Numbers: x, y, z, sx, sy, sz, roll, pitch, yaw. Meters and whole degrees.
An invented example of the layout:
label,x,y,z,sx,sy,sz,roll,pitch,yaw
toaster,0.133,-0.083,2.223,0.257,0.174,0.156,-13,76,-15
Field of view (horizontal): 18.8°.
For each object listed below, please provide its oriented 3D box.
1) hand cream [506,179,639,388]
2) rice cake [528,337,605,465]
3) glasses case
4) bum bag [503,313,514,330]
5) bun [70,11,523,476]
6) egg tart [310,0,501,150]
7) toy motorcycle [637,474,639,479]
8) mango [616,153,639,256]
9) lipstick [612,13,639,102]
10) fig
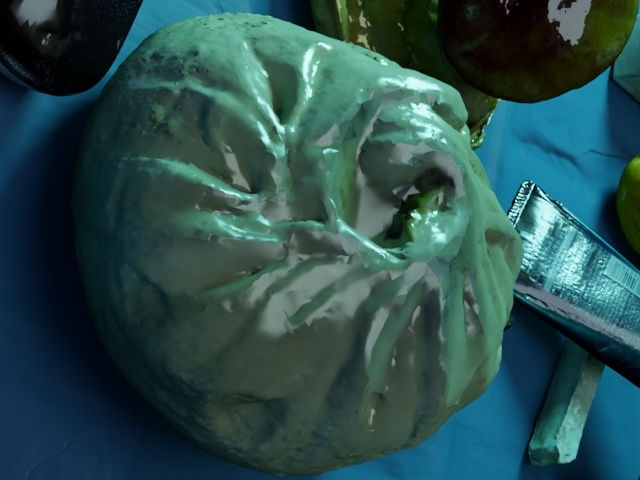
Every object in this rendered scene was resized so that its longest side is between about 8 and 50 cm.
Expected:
label,x,y,z,sx,sy,sz,roll,pitch,yaw
hand cream,0.271,0.063,1.794,0.270,0.061,0.120,38,58,-15
rice cake,0.246,0.123,1.820,0.034,0.043,0.211,41,59,-28
glasses case,-0.160,-0.249,1.362,0.122,0.075,0.314,35,63,-43
bum bag,0.070,0.065,1.603,0.326,0.080,0.142,-37,112,-40
bun,0.000,0.000,1.392,0.360,0.211,0.359,6,79,-33
egg tart,0.096,-0.201,1.631,0.279,0.095,0.278,5,83,-48
toy motorcycle,0.375,0.247,1.836,0.296,0.198,0.109,6,40,-50
mango,0.345,-0.012,1.912,0.098,0.075,0.190,-39,122,-24
lipstick,0.435,-0.119,2.010,0.371,0.080,0.076,32,66,-43
fig,0.200,-0.195,1.594,0.274,0.146,0.170,-3,97,-62
